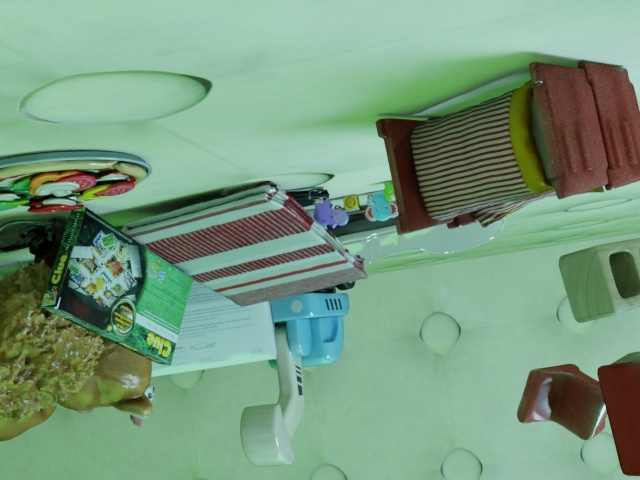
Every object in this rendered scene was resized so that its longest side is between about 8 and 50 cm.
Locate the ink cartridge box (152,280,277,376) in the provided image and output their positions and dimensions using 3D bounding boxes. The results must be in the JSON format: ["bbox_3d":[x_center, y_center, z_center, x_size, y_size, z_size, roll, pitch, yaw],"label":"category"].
[{"bbox_3d":[-0.249,0.089,1.624,0.309,0.272,0.130,-8,-155,-1],"label":"ink cartridge box"}]

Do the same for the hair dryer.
[{"bbox_3d":[-0.355,0.023,1.310,0.293,0.080,0.223,-3,173,-43],"label":"hair dryer"}]

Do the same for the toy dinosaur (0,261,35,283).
[{"bbox_3d":[-0.532,0.144,1.571,0.127,0.295,0.200,-38,-157,24],"label":"toy dinosaur"}]

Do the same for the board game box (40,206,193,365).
[{"bbox_3d":[-0.263,0.069,1.224,0.030,0.136,0.259,0,157,26],"label":"board game box"}]

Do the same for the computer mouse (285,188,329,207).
[{"bbox_3d":[-0.102,-0.035,1.299,0.242,0.041,0.071,-11,173,18],"label":"computer mouse"}]

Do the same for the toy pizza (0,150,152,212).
[{"bbox_3d":[-0.273,-0.053,0.935,0.201,0.032,0.201,-8,174,-1],"label":"toy pizza"}]

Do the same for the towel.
[{"bbox_3d":[-0.099,0.014,1.324,0.237,0.037,0.329,-14,154,21],"label":"towel"}]

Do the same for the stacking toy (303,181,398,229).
[{"bbox_3d":[0.056,-0.044,1.387,0.221,0.052,0.167,-10,174,11],"label":"stacking toy"}]

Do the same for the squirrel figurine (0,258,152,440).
[{"bbox_3d":[-0.416,0.185,1.298,0.370,0.281,0.397,0,166,-20],"label":"squirrel figurine"}]

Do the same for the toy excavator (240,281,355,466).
[{"bbox_3d":[-0.058,0.237,1.990,0.222,0.446,0.433,-11,174,20],"label":"toy excavator"}]

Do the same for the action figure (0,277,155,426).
[{"bbox_3d":[-0.442,0.204,1.782,0.248,0.370,0.276,-46,155,-1],"label":"action figure"}]

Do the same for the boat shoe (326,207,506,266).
[{"bbox_3d":[0.146,-0.030,1.551,0.335,0.096,0.112,-11,139,-10],"label":"boat shoe"}]

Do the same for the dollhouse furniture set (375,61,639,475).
[{"bbox_3d":[0.208,0.038,0.854,0.152,0.374,0.201,-9,174,-41],"label":"dollhouse furniture set"}]
